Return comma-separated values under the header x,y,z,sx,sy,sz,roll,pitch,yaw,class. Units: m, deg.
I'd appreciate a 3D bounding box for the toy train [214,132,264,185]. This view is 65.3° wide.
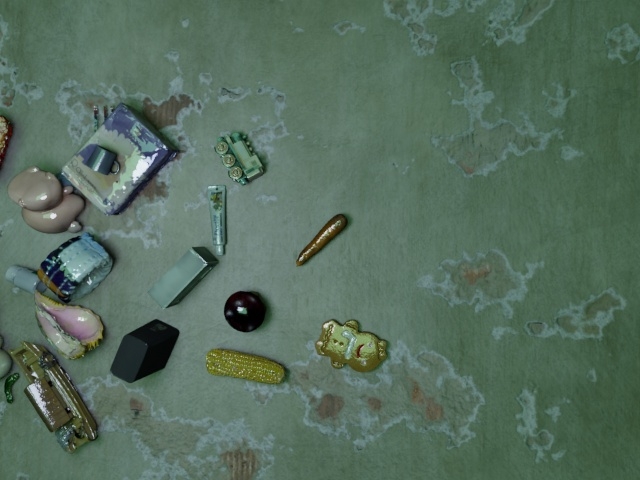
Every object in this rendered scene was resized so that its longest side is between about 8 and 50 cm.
x,y,z,sx,sy,sz,roll,pitch,yaw,class
-0.287,-0.293,1.763,0.125,0.081,0.193,-28,85,-4,toy train

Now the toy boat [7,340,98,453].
x,y,z,sx,sy,sz,roll,pitch,yaw,class
-0.982,0.566,1.813,0.136,0.162,0.445,-33,87,9,toy boat

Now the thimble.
x,y,z,sx,sy,sz,roll,pitch,yaw,class
-0.854,0.095,1.762,0.150,0.237,0.237,44,95,1,thimble

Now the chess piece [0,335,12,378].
x,y,z,sx,sy,sz,roll,pitch,yaw,class
-1.269,0.372,1.854,0.183,0.182,0.330,-26,94,7,chess piece

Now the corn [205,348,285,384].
x,y,z,sx,sy,sz,roll,pitch,yaw,class
-0.265,0.447,1.757,0.292,0.101,0.101,12,92,6,corn

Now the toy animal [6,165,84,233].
x,y,z,sx,sy,sz,roll,pitch,yaw,class
-0.972,-0.137,1.772,0.210,0.221,0.229,16,92,10,toy animal

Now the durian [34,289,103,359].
x,y,z,sx,sy,sz,roll,pitch,yaw,class
-0.933,0.333,1.817,0.305,0.185,0.195,33,113,10,durian

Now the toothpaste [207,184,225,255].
x,y,z,sx,sy,sz,roll,pitch,yaw,class
-0.368,-0.073,1.795,0.067,0.037,0.255,-4,86,7,toothpaste

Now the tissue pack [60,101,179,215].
x,y,z,sx,sy,sz,roll,pitch,yaw,class
-0.716,-0.281,1.783,0.242,0.125,0.343,45,97,-2,tissue pack

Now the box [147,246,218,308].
x,y,z,sx,sy,sz,roll,pitch,yaw,class
-0.479,0.128,1.762,0.086,0.129,0.225,45,96,5,box

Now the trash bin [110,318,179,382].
x,y,z,sx,sy,sz,roll,pitch,yaw,class
-0.611,0.383,1.733,0.115,0.225,0.165,25,94,7,trash bin

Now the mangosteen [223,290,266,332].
x,y,z,sx,sy,sz,roll,pitch,yaw,class
-0.258,0.241,1.741,0.153,0.152,0.152,0,91,7,mangosteen

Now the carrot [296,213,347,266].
x,y,z,sx,sy,sz,roll,pitch,yaw,class
0.000,0.000,1.739,0.248,0.059,0.059,-45,86,8,carrot

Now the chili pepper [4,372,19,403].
x,y,z,sx,sy,sz,roll,pitch,yaw,class
-1.185,0.559,1.901,0.056,0.035,0.117,13,88,23,chili pepper

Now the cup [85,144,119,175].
x,y,z,sx,sy,sz,roll,pitch,yaw,class
-0.727,-0.266,1.690,0.100,0.078,0.077,27,94,-33,cup

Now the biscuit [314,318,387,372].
x,y,z,sx,sy,sz,roll,pitch,yaw,class
0.108,0.372,1.741,0.249,0.035,0.184,22,93,6,biscuit

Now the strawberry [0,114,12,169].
x,y,z,sx,sy,sz,roll,pitch,yaw,class
-1.290,-0.355,1.853,0.254,0.150,0.280,19,91,-14,strawberry

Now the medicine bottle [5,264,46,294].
x,y,z,sx,sy,sz,roll,pitch,yaw,class
-1.093,0.144,1.862,0.131,0.080,0.080,23,93,7,medicine bottle

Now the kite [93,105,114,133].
x,y,z,sx,sy,sz,roll,pitch,yaw,class
-0.797,-0.373,1.849,0.141,0.015,0.244,1,97,4,kite
